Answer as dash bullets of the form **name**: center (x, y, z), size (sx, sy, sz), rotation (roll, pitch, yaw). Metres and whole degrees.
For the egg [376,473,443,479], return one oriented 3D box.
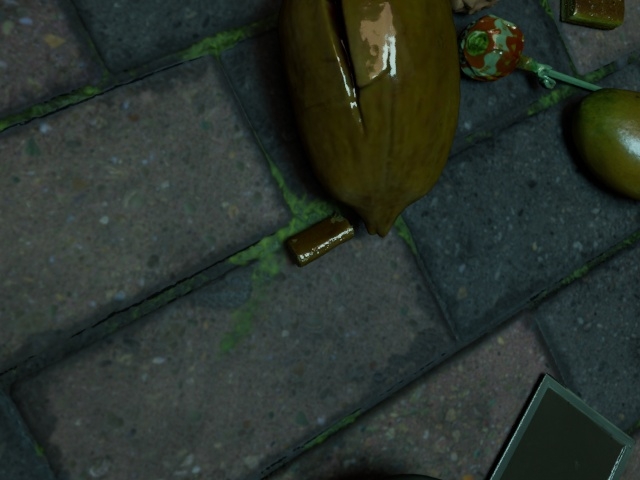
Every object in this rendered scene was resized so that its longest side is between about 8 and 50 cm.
- **egg**: center (0.072, 0.424, 0.550), size (0.259, 0.258, 0.351), rotation (27, 82, -14)

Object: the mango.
- **mango**: center (0.466, -0.134, 0.771), size (0.221, 0.120, 0.151), rotation (15, 79, -9)

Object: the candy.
- **candy**: center (0.315, -0.246, 0.767), size (0.288, 0.084, 0.077), rotation (8, 88, -26)

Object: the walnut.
- **walnut**: center (0.059, -0.168, 0.614), size (0.209, 0.209, 0.335), rotation (-9, 102, -17)

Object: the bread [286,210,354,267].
- **bread**: center (0.000, 0.000, 0.662), size (0.083, 0.047, 0.036), rotation (-29, 126, -14)

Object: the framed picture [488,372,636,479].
- **framed picture**: center (0.327, 0.346, 0.755), size (0.197, 0.014, 0.252), rotation (37, 77, -12)

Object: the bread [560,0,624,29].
- **bread**: center (0.414, -0.372, 0.810), size (0.095, 0.035, 0.090), rotation (2, 87, -17)

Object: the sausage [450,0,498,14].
- **sausage**: center (0.192, -0.451, 0.721), size (0.086, 0.086, 0.288), rotation (-7, 88, -17)
